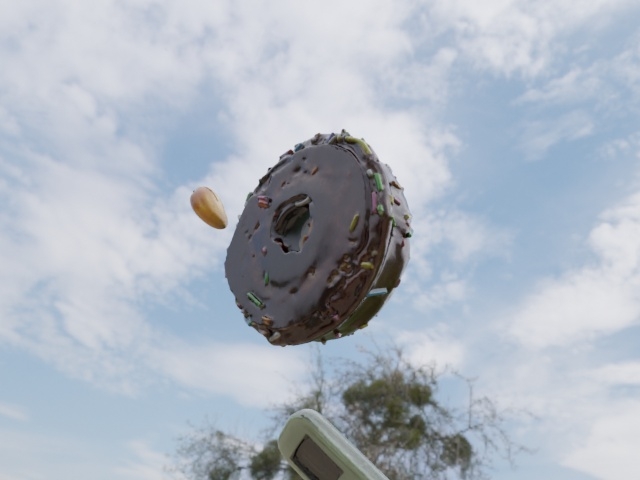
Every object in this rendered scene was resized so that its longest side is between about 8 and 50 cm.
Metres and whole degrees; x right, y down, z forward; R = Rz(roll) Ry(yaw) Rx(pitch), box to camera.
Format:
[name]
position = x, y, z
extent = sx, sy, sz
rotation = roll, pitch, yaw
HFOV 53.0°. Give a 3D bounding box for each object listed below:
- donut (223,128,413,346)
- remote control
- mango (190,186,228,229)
[donut]
position = 0.000, 0.000, 0.681
extent = 0.235, 0.235, 0.089
rotation = -19, -29, 41
[remote control]
position = 0.076, 0.297, 0.670
extent = 0.309, 0.038, 0.090
rotation = 41, -46, 17
[mango]
position = -0.183, -0.052, 1.068
extent = 0.046, 0.089, 0.060
rotation = -47, -22, 13
